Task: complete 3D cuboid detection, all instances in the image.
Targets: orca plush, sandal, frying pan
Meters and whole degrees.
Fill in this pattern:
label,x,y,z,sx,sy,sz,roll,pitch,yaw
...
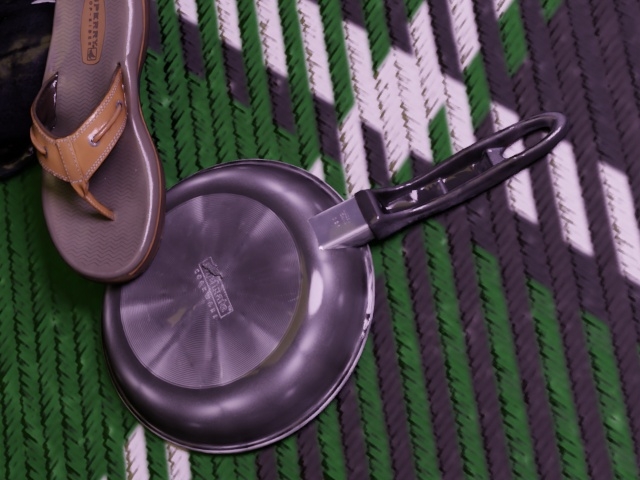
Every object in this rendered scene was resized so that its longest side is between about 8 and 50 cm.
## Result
label,x,y,z,sx,sy,sz,roll,pitch,yaw
orca plush,-0.273,-0.134,1.228,0.287,0.102,0.151,10,77,24
sandal,-0.149,-0.082,1.130,0.090,0.060,0.219,0,86,24
frying pan,-0.002,0.029,1.102,0.326,0.053,0.197,-9,70,22
